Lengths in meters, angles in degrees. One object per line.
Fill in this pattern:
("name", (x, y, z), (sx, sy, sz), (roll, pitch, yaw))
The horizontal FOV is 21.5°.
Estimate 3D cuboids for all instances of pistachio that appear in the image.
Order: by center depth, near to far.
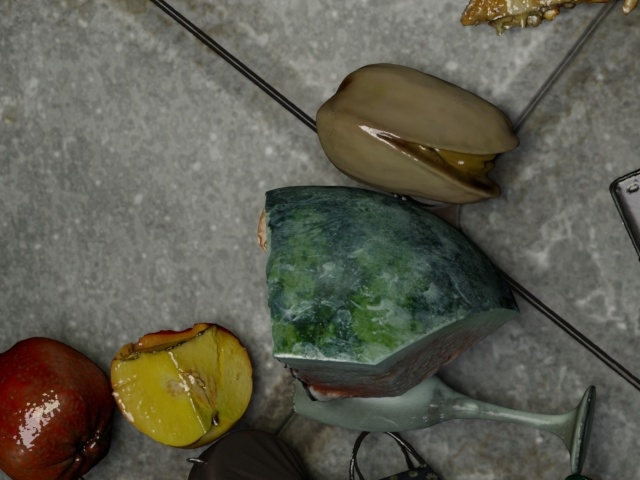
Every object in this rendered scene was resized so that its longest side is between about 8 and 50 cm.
("pistachio", (0.098, -0.106, 1.731), (0.206, 0.131, 0.129), (18, 110, 9))

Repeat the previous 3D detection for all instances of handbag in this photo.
("handbag", (0.077, 0.266, 1.806), (0.115, 0.072, 0.139), (-14, 74, -18))

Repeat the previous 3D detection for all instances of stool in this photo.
("stool", (-0.060, 0.285, 1.832), (0.217, 0.125, 0.121), (21, 142, -18))

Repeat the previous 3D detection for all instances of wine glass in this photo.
("wine glass", (0.147, 0.092, 1.793), (0.310, 0.096, 0.264), (10, 76, 15))

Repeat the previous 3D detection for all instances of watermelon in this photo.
("watermelon", (0.057, 0.068, 1.720), (0.290, 0.320, 0.213), (6, 117, -18))

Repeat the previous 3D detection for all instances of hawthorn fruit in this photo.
("hawthorn fruit", (-0.321, 0.180, 1.882), (0.194, 0.157, 0.157), (42, 107, 26))

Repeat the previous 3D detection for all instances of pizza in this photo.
("pizza", (0.226, -0.277, 1.711), (0.199, 0.062, 0.188), (-35, 74, 23))

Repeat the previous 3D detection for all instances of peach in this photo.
("peach", (-0.153, 0.161, 1.842), (0.151, 0.118, 0.151), (4, 79, -20))

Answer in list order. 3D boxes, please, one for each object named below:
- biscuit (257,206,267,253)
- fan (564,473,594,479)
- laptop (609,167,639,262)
("biscuit", (0.000, 0.000, 1.825), (0.140, 0.023, 0.118), (7, 99, 14))
("fan", (0.256, 0.293, 1.744), (0.082, 0.039, 0.155), (19, 136, 7))
("laptop", (0.400, 0.006, 1.711), (0.154, 0.026, 0.207), (-24, 90, 17))
